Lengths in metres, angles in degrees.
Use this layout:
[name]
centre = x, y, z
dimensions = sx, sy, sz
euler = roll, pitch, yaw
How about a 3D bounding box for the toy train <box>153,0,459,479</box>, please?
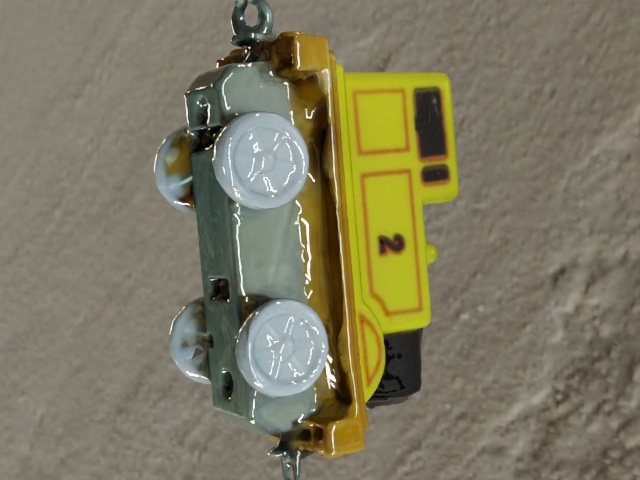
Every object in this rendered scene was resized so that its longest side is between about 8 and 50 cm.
[toy train]
centre = 0.000, 0.000, 0.557
dimensions = 0.089, 0.127, 0.219
euler = -2, 94, 63
